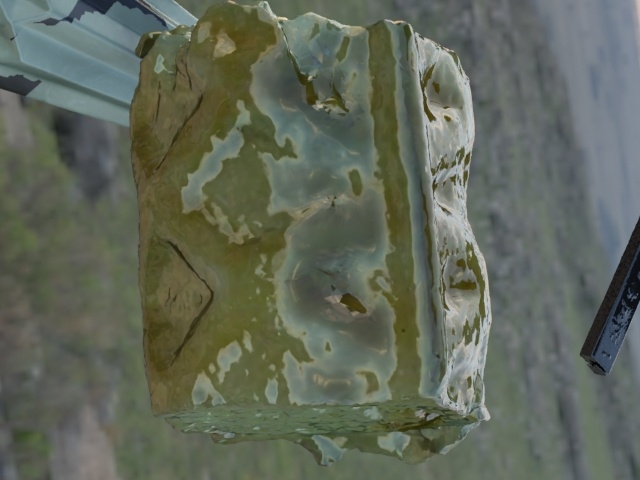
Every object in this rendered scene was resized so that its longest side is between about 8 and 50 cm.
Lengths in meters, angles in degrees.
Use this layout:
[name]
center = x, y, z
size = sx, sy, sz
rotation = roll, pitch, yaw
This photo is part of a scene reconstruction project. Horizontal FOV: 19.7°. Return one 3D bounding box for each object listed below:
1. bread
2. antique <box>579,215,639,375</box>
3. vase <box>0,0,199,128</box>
[bread]
center = -0.006, 0.000, 1.100
size = 0.238, 0.196, 0.252
rotation = 27, 62, -64
[antique]
center = 0.244, 0.012, 1.405
size = 0.031, 0.015, 0.192
rotation = 42, 67, -45
[vase]
center = -0.165, -0.161, 1.655
size = 0.360, 0.165, 0.165
rotation = 26, 48, -35
